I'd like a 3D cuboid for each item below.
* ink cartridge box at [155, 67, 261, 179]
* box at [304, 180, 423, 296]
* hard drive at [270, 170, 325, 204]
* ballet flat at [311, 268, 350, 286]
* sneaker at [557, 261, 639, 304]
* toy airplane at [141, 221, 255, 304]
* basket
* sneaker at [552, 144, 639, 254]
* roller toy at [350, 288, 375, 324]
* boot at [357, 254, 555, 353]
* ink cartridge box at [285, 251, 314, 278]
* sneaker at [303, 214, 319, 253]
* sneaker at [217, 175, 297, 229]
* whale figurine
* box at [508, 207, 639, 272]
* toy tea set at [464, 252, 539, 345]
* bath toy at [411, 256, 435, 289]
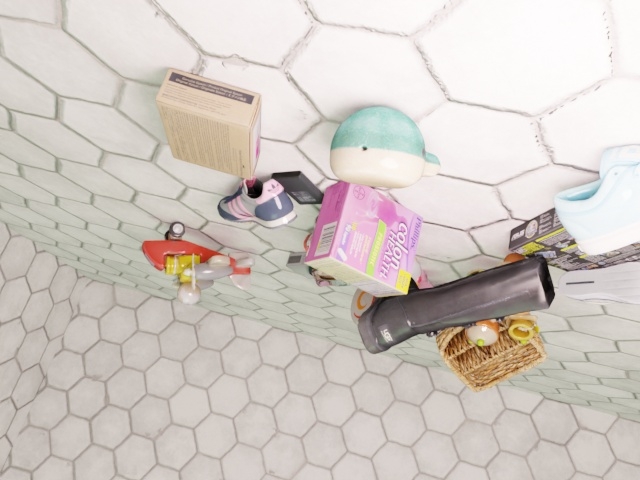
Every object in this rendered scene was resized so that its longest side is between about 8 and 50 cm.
[{"bbox_3d":[-0.228,-0.239,1.076,0.194,0.088,0.234,15,159,-2],"label":"ink cartridge box"},{"bbox_3d":[0.113,-0.001,1.256,0.243,0.213,0.117,27,157,-27],"label":"box"},{"bbox_3d":[-0.053,-0.135,1.308,0.094,0.022,0.135,1,155,35],"label":"hard drive"},{"bbox_3d":[0.045,0.108,1.648,0.079,0.076,0.222,46,148,-24],"label":"ballet flat"},{"bbox_3d":[0.677,0.100,1.135,0.091,0.094,0.258,15,171,-31],"label":"sneaker"},{"bbox_3d":[-0.444,0.124,1.913,0.385,0.272,0.386,6,157,23],"label":"toy airplane"},{"bbox_3d":[0.528,0.322,1.629,0.214,0.222,0.299,26,131,-32],"label":"basket"},{"bbox_3d":[0.538,-0.102,0.814,0.150,0.135,0.366,47,140,-1],"label":"sneaker"},{"bbox_3d":[0.215,0.243,1.845,0.146,0.191,0.209,25,158,-24],"label":"roller toy"},{"bbox_3d":[0.353,0.126,1.282,0.446,0.367,0.146,-26,99,28],"label":"boot"},{"bbox_3d":[0.051,0.109,1.816,0.275,0.060,0.239,-7,148,47],"label":"ink cartridge box"},{"bbox_3d":[0.000,0.001,1.526,0.145,0.090,0.270,2,158,28],"label":"sneaker"},{"bbox_3d":[-0.190,-0.119,1.369,0.319,0.112,0.131,9,128,46],"label":"sneaker"},{"bbox_3d":[0.127,-0.172,0.974,0.217,0.141,0.272,7,-178,24],"label":"whale figurine"},{"bbox_3d":[0.589,-0.005,1.115,0.217,0.060,0.270,19,159,-7],"label":"box"},{"bbox_3d":[0.498,0.188,1.408,0.200,0.124,0.335,0,128,26],"label":"toy tea set"},{"bbox_3d":[0.326,0.169,1.666,0.152,0.128,0.348,3,155,32],"label":"bath toy"}]
